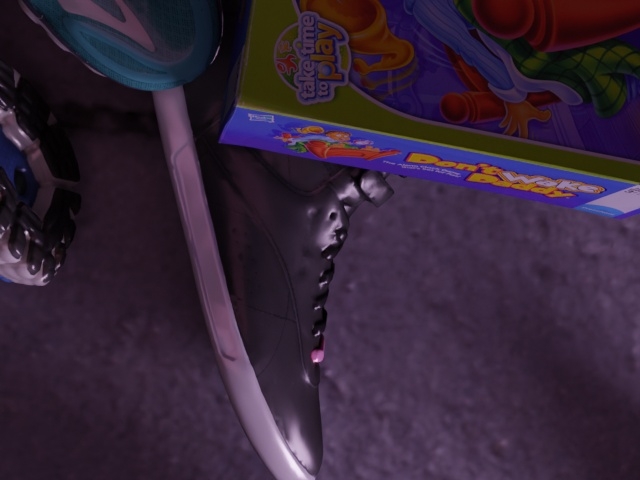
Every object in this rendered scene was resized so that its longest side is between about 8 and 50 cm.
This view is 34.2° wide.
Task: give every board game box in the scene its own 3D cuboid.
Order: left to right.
[{"bbox_3d":[0.089,-0.204,0.553,0.233,0.078,0.347,9,81,-11],"label":"board game box"}]

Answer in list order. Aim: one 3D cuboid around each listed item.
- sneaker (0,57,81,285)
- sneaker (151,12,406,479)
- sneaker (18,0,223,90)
[{"bbox_3d":[-0.252,-0.093,0.504,0.147,0.130,0.330,-10,129,15],"label":"sneaker"},{"bbox_3d":[0.000,0.000,0.612,0.147,0.104,0.296,-13,98,-2],"label":"sneaker"},{"bbox_3d":[-0.120,-0.179,0.465,0.107,0.110,0.275,-27,126,-5],"label":"sneaker"}]
